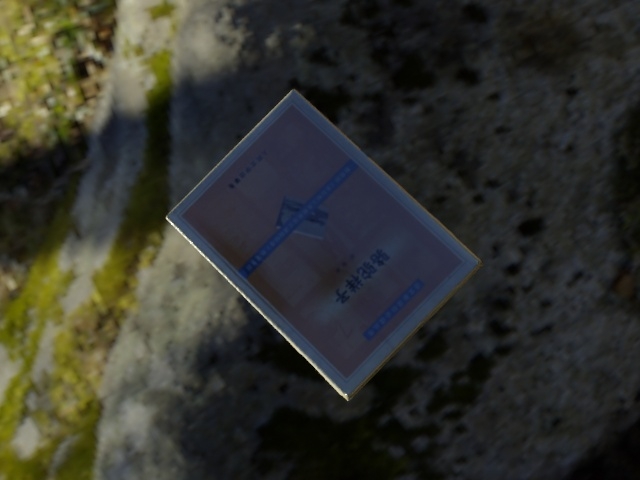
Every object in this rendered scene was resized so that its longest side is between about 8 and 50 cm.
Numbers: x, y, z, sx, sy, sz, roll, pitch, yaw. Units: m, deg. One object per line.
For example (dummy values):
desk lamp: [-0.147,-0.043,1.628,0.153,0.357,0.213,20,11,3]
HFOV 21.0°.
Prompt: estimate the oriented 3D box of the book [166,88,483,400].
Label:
book: [0.000,0.000,1.528,0.170,0.018,0.242,-46,71,-4]
